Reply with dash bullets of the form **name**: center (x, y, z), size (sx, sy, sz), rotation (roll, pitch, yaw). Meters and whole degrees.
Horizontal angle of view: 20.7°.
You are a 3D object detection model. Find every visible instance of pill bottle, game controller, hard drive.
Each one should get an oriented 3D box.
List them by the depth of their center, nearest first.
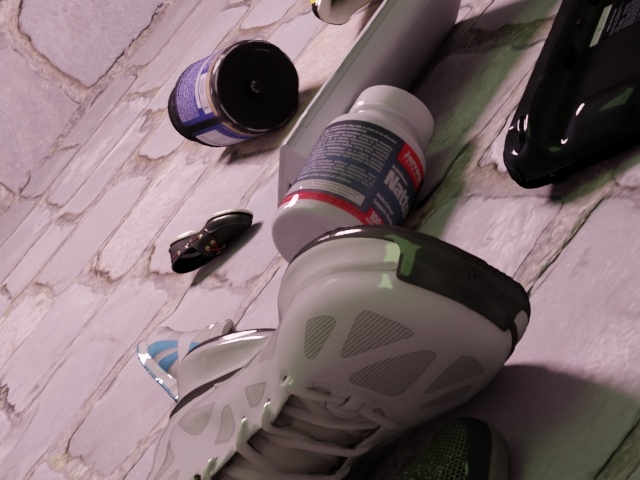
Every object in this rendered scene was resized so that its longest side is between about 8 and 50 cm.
- **game controller**: center (0.250, -0.171, 1.435), size (0.166, 0.067, 0.319), rotation (-15, 36, 39)
- **pill bottle**: center (0.037, -0.055, 1.618), size (0.108, 0.108, 0.180), rotation (-28, 27, 51)
- **hard drive**: center (0.055, -0.165, 1.793), size (0.307, 0.040, 0.203), rotation (-56, -10, -19)
- **pill bottle**: center (-0.122, -0.187, 2.298), size (0.123, 0.123, 0.219), rotation (-55, 18, -18)

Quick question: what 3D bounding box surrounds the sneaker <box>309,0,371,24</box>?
- **sneaker**: center (0.122, -0.399, 2.173), size (0.385, 0.145, 0.147), rotation (-38, 40, 42)

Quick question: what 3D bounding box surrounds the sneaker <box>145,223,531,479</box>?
- **sneaker**: center (-0.015, 0.170, 1.235), size (0.447, 0.169, 0.257), rotation (-38, 27, 57)

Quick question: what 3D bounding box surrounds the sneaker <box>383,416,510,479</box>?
- **sneaker**: center (0.028, 0.181, 1.085), size (0.227, 0.130, 0.087), rotation (-54, 18, -24)

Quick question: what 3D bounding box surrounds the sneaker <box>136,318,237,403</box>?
- **sneaker**: center (-0.106, 0.121, 1.661), size (0.092, 0.087, 0.229), rotation (-44, 23, -8)

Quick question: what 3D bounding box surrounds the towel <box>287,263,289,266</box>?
- **towel**: center (0.000, 0.000, 1.766), size (0.060, 0.009, 0.083), rotation (-57, 18, -26)

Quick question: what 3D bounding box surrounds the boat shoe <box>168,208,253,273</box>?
- **boat shoe**: center (-0.126, 0.001, 2.038), size (0.133, 0.049, 0.042), rotation (-28, 54, 37)
